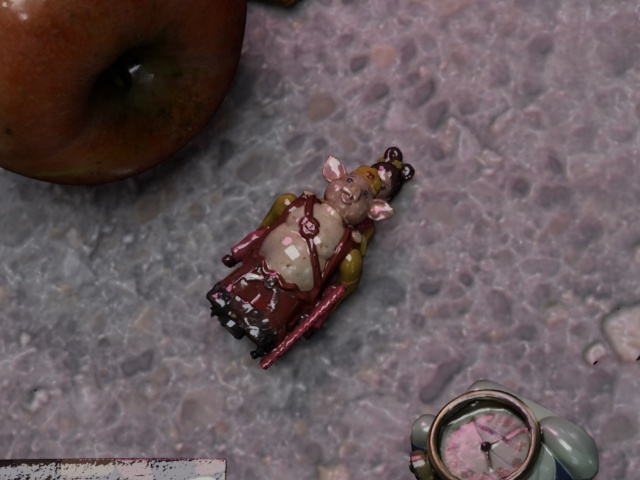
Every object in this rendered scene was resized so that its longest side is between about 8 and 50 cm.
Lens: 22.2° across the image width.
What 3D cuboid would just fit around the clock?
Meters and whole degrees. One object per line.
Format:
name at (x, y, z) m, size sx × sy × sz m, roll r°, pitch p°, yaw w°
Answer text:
clock at (0.144, 0.260, 1.436) m, size 0.199 × 0.146 × 0.243 m, roll 25°, pitch 71°, yaw 20°

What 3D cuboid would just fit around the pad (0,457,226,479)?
pad at (-0.207, 0.284, 1.547) m, size 0.235 × 0.003 × 0.158 m, roll -1°, pitch 71°, yaw 7°

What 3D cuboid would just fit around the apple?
apple at (-0.251, -0.227, 1.565) m, size 0.338 × 0.338 × 0.305 m, roll -40°, pitch 54°, yaw -7°

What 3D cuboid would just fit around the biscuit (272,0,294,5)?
biscuit at (-0.121, -0.319, 1.732) m, size 0.249 × 0.035 × 0.184 m, roll 4°, pitch 70°, yaw 10°

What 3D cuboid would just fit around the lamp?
lamp at (0.000, 0.000, 1.564) m, size 0.253 × 0.118 × 0.118 m, roll -44°, pitch 71°, yaw -7°
